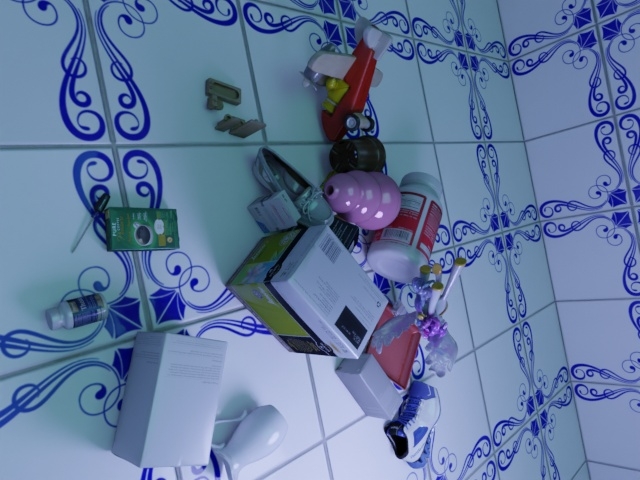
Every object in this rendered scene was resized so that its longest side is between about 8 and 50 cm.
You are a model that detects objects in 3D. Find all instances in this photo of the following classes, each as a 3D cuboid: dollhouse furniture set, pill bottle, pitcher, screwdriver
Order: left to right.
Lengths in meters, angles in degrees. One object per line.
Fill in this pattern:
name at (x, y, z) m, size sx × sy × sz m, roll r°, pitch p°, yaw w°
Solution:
pill bottle at (-0.563, 0.167, 1.115) m, size 0.120 × 0.067 × 0.067 m, roll -14°, pitch 92°, yaw -43°
screwdriver at (-0.567, -0.045, 1.181) m, size 0.170 × 0.024 × 0.025 m, roll -66°, pitch 153°, yaw -26°
dollhouse furniture set at (-0.257, -0.416, 1.459) m, size 0.144 × 0.123 × 0.152 m, roll 8°, pitch 77°, yaw -42°
pitcher at (-0.209, 0.541, 1.350) m, size 0.207 × 0.125 × 0.178 m, roll -35°, pitch 91°, yaw -29°
pill bottle at (0.344, -0.060, 1.877) m, size 0.229 × 0.229 × 0.408 m, roll 41°, pitch 58°, yaw -30°

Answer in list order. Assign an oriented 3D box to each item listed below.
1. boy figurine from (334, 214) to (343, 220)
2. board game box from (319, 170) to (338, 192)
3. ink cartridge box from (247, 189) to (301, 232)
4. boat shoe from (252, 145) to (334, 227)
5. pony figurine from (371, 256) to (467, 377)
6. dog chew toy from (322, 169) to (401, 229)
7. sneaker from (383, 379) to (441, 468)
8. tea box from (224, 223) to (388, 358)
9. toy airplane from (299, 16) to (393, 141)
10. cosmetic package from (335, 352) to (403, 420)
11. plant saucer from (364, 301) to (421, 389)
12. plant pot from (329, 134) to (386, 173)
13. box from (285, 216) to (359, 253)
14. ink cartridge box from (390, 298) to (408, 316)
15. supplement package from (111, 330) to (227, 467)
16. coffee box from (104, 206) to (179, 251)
boy figurine at (0.035, 0.045, 1.669) m, size 0.177 × 0.092 × 0.286 m, roll 12°, pitch 73°, yaw -40°
board game box at (0.081, -0.162, 1.779) m, size 0.181 × 0.043 × 0.092 m, roll 50°, pitch 54°, yaw -24°
ink cartridge box at (-0.133, -0.090, 1.476) m, size 0.060 × 0.180 × 0.104 m, roll -46°, pitch 113°, yaw -35°
boat shoe at (-0.083, -0.162, 1.505) m, size 0.118 × 0.103 × 0.320 m, roll -41°, pitch 83°, yaw -23°
pony figurine at (0.384, 0.268, 1.711) m, size 0.351 × 0.302 × 0.364 m, roll -35°, pitch 137°, yaw -42°
dog chew toy at (0.131, -0.145, 1.634) m, size 0.331 × 0.206 × 0.207 m, roll 6°, pitch 79°, yaw -50°
sneaker at (0.343, 0.685, 1.813) m, size 0.182 × 0.127 × 0.316 m, roll 30°, pitch 65°, yaw -37°
tea box at (-0.042, 0.157, 1.419) m, size 0.329 × 0.323 × 0.220 m, roll 51°, pitch 54°, yaw -24°
toy airplane at (0.093, -0.597, 1.713) m, size 0.385 × 0.272 × 0.386 m, roll -54°, pitch 152°, yaw -20°
cosmetic package at (0.171, 0.510, 1.688) m, size 0.107 × 0.127 × 0.238 m, roll -45°, pitch 114°, yaw -37°
plant saucer at (0.274, 0.403, 1.854) m, size 0.259 × 0.047 × 0.259 m, roll 40°, pitch 58°, yaw -29°
plant pot at (0.127, -0.300, 1.740) m, size 0.165 × 0.166 × 0.167 m, roll -14°, pitch 92°, yaw -55°
box at (0.000, 0.000, 1.554) m, size 0.153 × 0.207 × 0.108 m, roll -58°, pitch 163°, yaw -27°
ink cartridge box at (0.300, 0.268, 1.850) m, size 0.048 × 0.028 × 0.083 m, roll -48°, pitch 115°, yaw -36°
supplement package at (-0.368, 0.382, 1.182) m, size 0.177 × 0.175 × 0.293 m, roll 21°, pitch 69°, yaw -40°
coffee box at (-0.464, -0.029, 1.258) m, size 0.184 × 0.040 × 0.113 m, roll -3°, pitch 84°, yaw -43°
